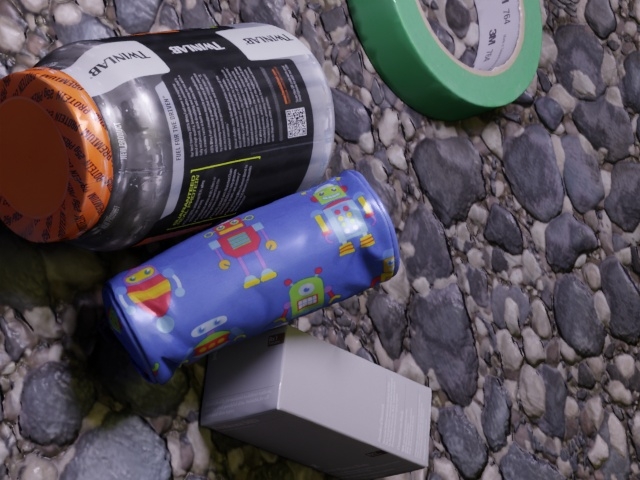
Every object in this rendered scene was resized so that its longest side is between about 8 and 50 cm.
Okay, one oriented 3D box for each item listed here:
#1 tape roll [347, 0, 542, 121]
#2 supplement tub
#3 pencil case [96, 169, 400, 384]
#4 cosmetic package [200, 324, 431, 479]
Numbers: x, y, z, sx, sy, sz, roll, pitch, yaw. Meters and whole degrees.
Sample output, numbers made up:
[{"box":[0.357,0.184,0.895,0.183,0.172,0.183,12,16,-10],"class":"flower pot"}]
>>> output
[{"box":[0.166,-0.320,2.158,0.321,0.077,0.321,18,64,-42],"class":"tape roll"},{"box":[-0.161,-0.105,1.642,0.338,0.207,0.207,-15,88,-49],"class":"supplement tub"},{"box":[-0.071,0.043,1.652,0.306,0.119,0.133,-25,132,-14],"class":"pencil case"},{"box":[-0.002,0.180,1.782,0.238,0.127,0.107,23,61,-39],"class":"cosmetic package"}]
